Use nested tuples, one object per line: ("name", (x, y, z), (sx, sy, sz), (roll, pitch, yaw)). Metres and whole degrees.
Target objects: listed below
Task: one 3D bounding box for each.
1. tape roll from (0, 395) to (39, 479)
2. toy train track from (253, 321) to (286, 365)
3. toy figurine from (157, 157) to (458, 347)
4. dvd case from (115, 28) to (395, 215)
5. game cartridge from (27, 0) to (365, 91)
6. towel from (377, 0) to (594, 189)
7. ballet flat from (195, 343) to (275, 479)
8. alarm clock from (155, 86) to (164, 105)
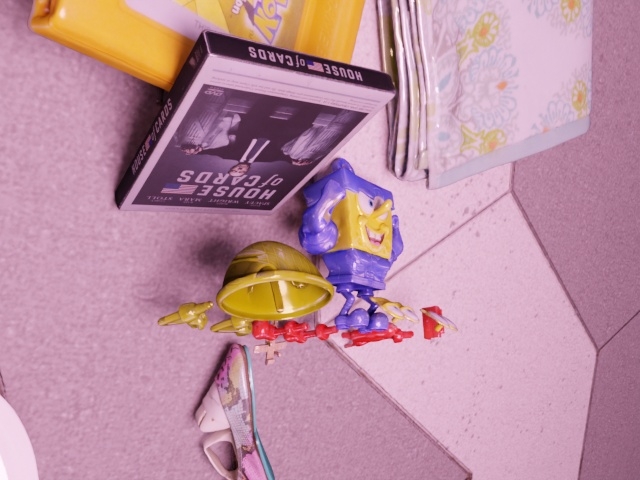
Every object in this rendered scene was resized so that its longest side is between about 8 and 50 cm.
("tape roll", (-0.373, 0.219, 0.436), (0.286, 0.100, 0.286), (9, 78, -46))
("toy train track", (-0.059, 0.122, 0.745), (0.048, 0.014, 0.083), (-2, 106, -35))
("toy figurine", (0.000, 0.000, 0.690), (0.363, 0.191, 0.217), (18, 63, -46))
("dvd case", (-0.071, -0.089, 0.549), (0.179, 0.239, 0.029), (1, 64, -35))
("game cartridge", (-0.064, -0.257, 0.522), (0.324, 0.053, 0.285), (13, 90, -51))
("towel", (0.236, -0.263, 0.776), (0.374, 0.090, 0.320), (-21, 117, -28))
("ballet flat", (-0.108, 0.233, 0.718), (0.079, 0.077, 0.221), (-12, 114, -11))
("alarm clock", (-0.150, -0.233, 0.534), (0.129, 0.064, 0.192), (-39, 121, -18))
